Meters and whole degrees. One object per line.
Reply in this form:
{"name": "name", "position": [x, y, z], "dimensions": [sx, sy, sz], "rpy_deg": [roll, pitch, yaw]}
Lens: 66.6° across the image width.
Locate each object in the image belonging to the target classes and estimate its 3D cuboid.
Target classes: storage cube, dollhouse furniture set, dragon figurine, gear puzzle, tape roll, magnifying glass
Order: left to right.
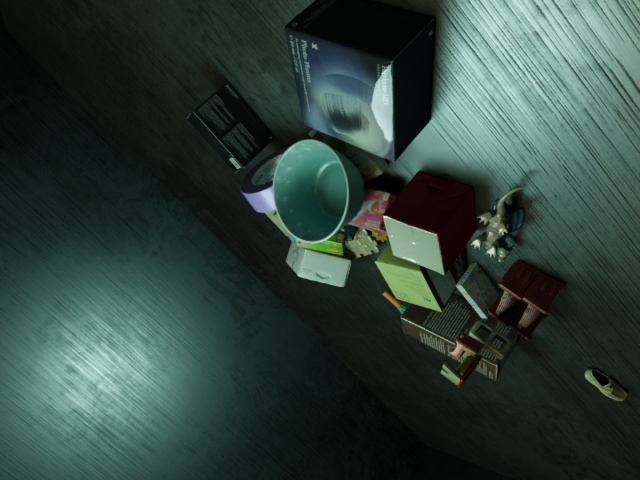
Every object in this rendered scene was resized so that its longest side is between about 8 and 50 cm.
{"name": "tape roll", "position": [-0.146, -0.221, 1.719], "dimensions": [0.274, 0.275, 0.090], "rpy_deg": [10, 142, 51]}
{"name": "gear puzzle", "position": [0.157, -0.023, 1.903], "dimensions": [0.175, 0.044, 0.339], "rpy_deg": [55, 151, -7]}
{"name": "magnifying glass", "position": [0.368, 0.308, 2.176], "dimensions": [0.231, 0.026, 0.092], "rpy_deg": [44, 157, -4]}
{"name": "storage cube", "position": [0.318, -0.052, 1.409], "dimensions": [0.183, 0.193, 0.215], "rpy_deg": [23, 152, 36]}
{"name": "dollhouse furniture set", "position": [0.527, 0.264, 1.421], "dimensions": [0.152, 0.374, 0.201], "rpy_deg": [34, 158, 26]}
{"name": "dragon figurine", "position": [0.482, -0.051, 1.293], "dimensions": [0.085, 0.144, 0.289], "rpy_deg": [29, 135, 31]}

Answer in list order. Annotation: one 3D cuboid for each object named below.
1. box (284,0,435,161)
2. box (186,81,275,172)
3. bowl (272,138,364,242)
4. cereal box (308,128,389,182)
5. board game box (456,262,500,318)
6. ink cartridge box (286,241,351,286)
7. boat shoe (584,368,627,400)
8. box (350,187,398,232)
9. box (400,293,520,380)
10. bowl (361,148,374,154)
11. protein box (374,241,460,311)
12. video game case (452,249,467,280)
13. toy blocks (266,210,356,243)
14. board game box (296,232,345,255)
{"name": "box", "position": [0.098, -0.390, 1.172], "dimensions": [0.294, 0.183, 0.296], "rpy_deg": [27, 154, 26]}
{"name": "box", "position": [-0.324, -0.410, 1.780], "dimensions": [0.261, 0.184, 0.103], "rpy_deg": [49, 158, -17]}
{"name": "bowl", "position": [0.015, -0.156, 1.519], "dimensions": [0.311, 0.163, 0.312], "rpy_deg": [9, 103, 41]}
{"name": "cereal box", "position": [0.084, -0.288, 1.537], "dimensions": [0.240, 0.047, 0.173], "rpy_deg": [45, 157, -10]}
{"name": "board game box", "position": [0.519, 0.164, 1.592], "dimensions": [0.154, 0.103, 0.026], "rpy_deg": [49, 155, -17]}
{"name": "ink cartridge box", "position": [-0.013, 0.089, 2.055], "dimensions": [0.207, 0.117, 0.283], "rpy_deg": [15, -175, -16]}
{"name": "boat shoe", "position": [0.921, 0.465, 1.568], "dimensions": [0.135, 0.050, 0.045], "rpy_deg": [33, 161, 18]}
{"name": "box", "position": [0.150, -0.103, 1.612], "dimensions": [0.256, 0.123, 0.128], "rpy_deg": [17, 180, 43]}
{"name": "box", "position": [0.506, 0.324, 1.784], "dimensions": [0.381, 0.191, 0.143], "rpy_deg": [26, 153, 32]}
{"name": "bowl", "position": [0.160, -0.309, 1.377], "dimensions": [0.142, 0.053, 0.142], "rpy_deg": [26, 153, 31]}
{"name": "protein box", "position": [0.331, 0.108, 1.652], "dimensions": [0.199, 0.136, 0.201], "rpy_deg": [12, 144, 48]}
{"name": "video game case", "position": [0.379, 0.034, 1.667], "dimensions": [0.248, 0.035, 0.275], "rpy_deg": [22, 151, 37]}
{"name": "toy blocks", "position": [-0.029, -0.085, 1.889], "dimensions": [0.381, 0.191, 0.261], "rpy_deg": [-13, 128, 45]}
{"name": "board game box", "position": [0.000, 0.000, 1.828], "dimensions": [0.181, 0.043, 0.092], "rpy_deg": [11, 152, 11]}
